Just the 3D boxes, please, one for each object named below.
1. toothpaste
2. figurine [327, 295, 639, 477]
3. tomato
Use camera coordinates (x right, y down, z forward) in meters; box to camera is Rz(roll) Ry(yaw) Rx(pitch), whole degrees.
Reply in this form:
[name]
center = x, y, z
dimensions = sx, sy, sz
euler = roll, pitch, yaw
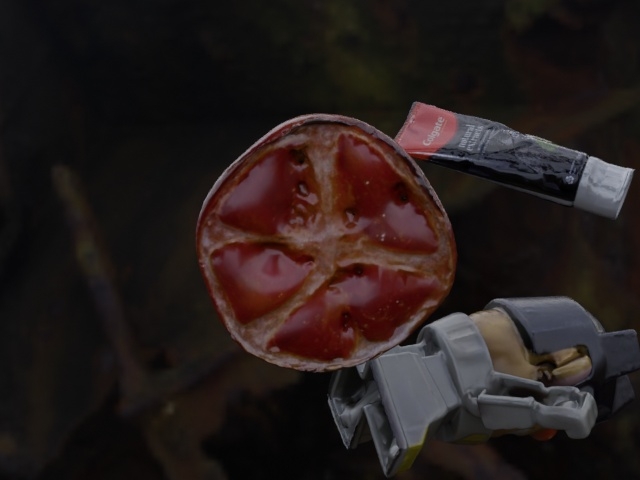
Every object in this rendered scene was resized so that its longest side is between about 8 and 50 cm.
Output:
[toothpaste]
center = 0.155, -0.065, 1.431
dimensions = 0.193, 0.045, 0.071
euler = 20, 44, 12
[figurine]
center = 0.164, 0.132, 1.687
dimensions = 0.308, 0.143, 0.308
euler = -3, 30, 2
[tomato]
center = 0.000, 0.000, 1.056
dimensions = 0.156, 0.155, 0.069
euler = -1, 14, -3
